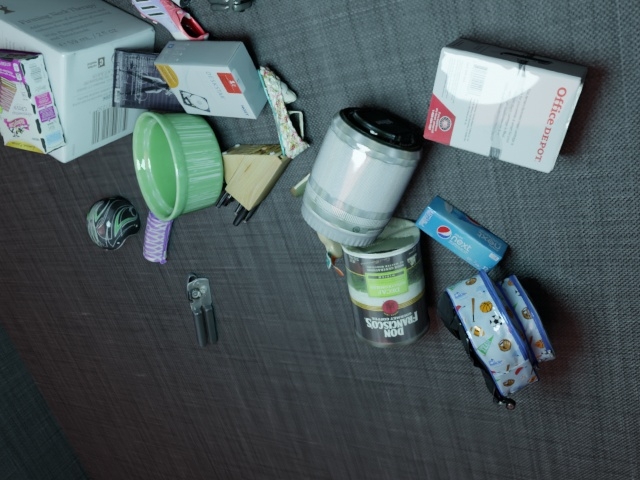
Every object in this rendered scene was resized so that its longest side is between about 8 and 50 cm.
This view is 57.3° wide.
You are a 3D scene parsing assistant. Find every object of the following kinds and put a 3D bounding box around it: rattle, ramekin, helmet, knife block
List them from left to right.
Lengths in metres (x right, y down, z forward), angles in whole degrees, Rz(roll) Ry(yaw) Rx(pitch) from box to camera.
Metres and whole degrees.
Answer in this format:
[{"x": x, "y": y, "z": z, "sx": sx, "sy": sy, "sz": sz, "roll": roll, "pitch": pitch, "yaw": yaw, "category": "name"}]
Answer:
[{"x": -0.713, "y": -0.058, "z": 1.988, "sx": 0.170, "sy": 0.161, "sz": 0.169, "roll": 16, "pitch": 125, "yaw": 24, "category": "helmet"}, {"x": -0.397, "y": -0.214, "z": 1.639, "sx": 0.303, "sy": 0.148, "sz": 0.303, "roll": 24, "pitch": 121, "yaw": 48, "category": "ramekin"}, {"x": -0.181, "y": -0.145, "z": 1.647, "sx": 0.276, "sy": 0.088, "sz": 0.242, "roll": 5, "pitch": 121, "yaw": 30, "category": "knife block"}, {"x": 0.000, "y": 0.000, "z": 1.556, "sx": 0.143, "sy": 0.130, "sz": 0.199, "roll": -5, "pitch": 79, "yaw": 23, "category": "rattle"}]

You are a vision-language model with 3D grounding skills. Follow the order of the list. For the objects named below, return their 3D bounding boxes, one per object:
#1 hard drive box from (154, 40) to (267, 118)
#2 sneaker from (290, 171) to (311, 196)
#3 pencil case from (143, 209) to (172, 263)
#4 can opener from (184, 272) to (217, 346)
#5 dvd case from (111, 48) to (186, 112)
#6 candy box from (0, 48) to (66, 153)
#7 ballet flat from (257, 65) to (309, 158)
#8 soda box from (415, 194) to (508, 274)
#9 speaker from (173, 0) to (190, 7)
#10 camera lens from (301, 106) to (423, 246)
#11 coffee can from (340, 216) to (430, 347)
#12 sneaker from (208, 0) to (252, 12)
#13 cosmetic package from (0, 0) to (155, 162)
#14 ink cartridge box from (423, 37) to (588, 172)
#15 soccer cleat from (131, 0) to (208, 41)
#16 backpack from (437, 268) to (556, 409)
[{"x": -0.274, "y": -0.411, "z": 1.493, "sx": 0.232, "sy": 0.089, "sz": 0.181, "roll": 10, "pitch": 151, "yaw": 28, "category": "hard drive box"}, {"x": 0.004, "y": -0.146, "z": 1.541, "sx": 0.192, "sy": 0.064, "sz": 0.086, "roll": -35, "pitch": 91, "yaw": 38, "category": "sneaker"}, {"x": -0.540, "y": -0.016, "z": 1.954, "sx": 0.088, "sy": 0.086, "sz": 0.206, "roll": 39, "pitch": 133, "yaw": 23, "category": "pencil case"}, {"x": -0.423, "y": 0.241, "z": 2.068, "sx": 0.095, "sy": 0.076, "sz": 0.283, "roll": 43, "pitch": 142, "yaw": 48, "category": "can opener"}, {"x": -0.444, "y": -0.427, "z": 1.583, "sx": 0.018, "sy": 0.221, "sz": 0.164, "roll": -113, "pitch": 32, "yaw": -43, "category": "dvd case"}, {"x": -0.737, "y": -0.343, "z": 1.449, "sx": 0.159, "sy": 0.071, "sz": 0.233, "roll": 13, "pitch": 125, "yaw": 24, "category": "candy box"}, {"x": -0.089, "y": -0.329, "z": 1.486, "sx": 0.077, "sy": 0.091, "sz": 0.240, "roll": -16, "pitch": 108, "yaw": 3, "category": "ballet flat"}, {"x": 0.338, "y": -0.014, "z": 1.407, "sx": 0.210, "sy": 0.071, "sz": 0.067, "roll": 37, "pitch": 131, "yaw": 8, "category": "soda box"}, {"x": -0.389, "y": -0.651, "z": 1.485, "sx": 0.136, "sy": 0.055, "sz": 0.055, "roll": 39, "pitch": 131, "yaw": 7, "category": "speaker"}, {"x": 0.093, "y": -0.152, "z": 1.356, "sx": 0.219, "sy": 0.219, "sz": 0.274, "roll": 31, "pitch": 119, "yaw": 13, "category": "camera lens"}, {"x": 0.168, "y": 0.105, "z": 1.503, "sx": 0.202, "sy": 0.201, "sz": 0.275, "roll": 5, "pitch": 120, "yaw": 30, "category": "coffee can"}, {"x": -0.164, "y": -0.610, "z": 1.342, "sx": 0.296, "sy": 0.104, "sz": 0.146, "roll": 2, "pitch": 121, "yaw": 38, "category": "sneaker"}, {"x": -0.728, "y": -0.485, "z": 1.622, "sx": 0.394, "sy": 0.329, "sz": 0.327, "roll": 30, "pitch": 130, "yaw": 12, "category": "cosmetic package"}, {"x": 0.372, "y": -0.277, "z": 1.193, "sx": 0.273, "sy": 0.114, "sz": 0.197, "roll": 22, "pitch": 126, "yaw": 21, "category": "ink cartridge box"}, {"x": -0.385, "y": -0.581, "z": 1.503, "sx": 0.248, "sy": 0.083, "sz": 0.095, "roll": 45, "pitch": 146, "yaw": -6, "category": "soccer cleat"}, {"x": 0.401, "y": 0.200, "z": 1.347, "sx": 0.213, "sy": 0.276, "sz": 0.263, "roll": -37, "pitch": 133, "yaw": 11, "category": "backpack"}]
